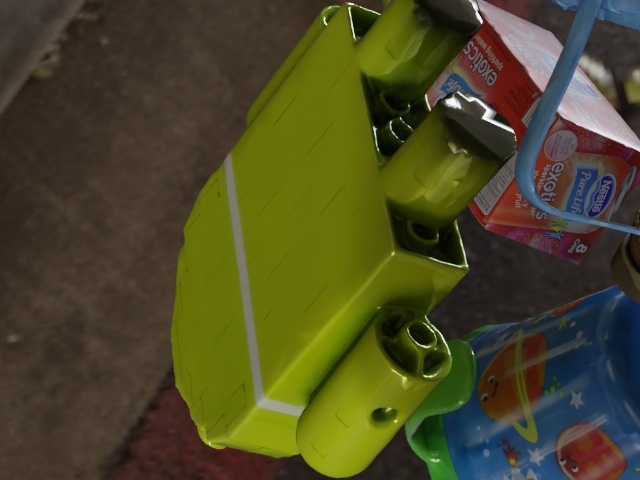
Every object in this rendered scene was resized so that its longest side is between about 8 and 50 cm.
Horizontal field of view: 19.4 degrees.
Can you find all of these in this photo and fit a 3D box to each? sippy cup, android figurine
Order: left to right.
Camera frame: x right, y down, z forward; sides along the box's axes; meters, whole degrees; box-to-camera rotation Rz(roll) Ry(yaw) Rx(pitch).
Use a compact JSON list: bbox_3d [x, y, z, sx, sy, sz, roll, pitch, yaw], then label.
[{"bbox_3d":[0.000,0.000,0.937,0.056,0.273,0.248,15,43,-27],"label":"android figurine"},{"bbox_3d":[0.241,0.146,1.590,0.305,0.224,0.240,-27,83,-39],"label":"sippy cup"}]

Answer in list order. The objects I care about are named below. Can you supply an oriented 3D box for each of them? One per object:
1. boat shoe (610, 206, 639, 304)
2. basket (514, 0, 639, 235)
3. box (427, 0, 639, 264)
[{"bbox_3d":[0.387,0.044,1.469,0.307,0.104,0.111,20,39,-6],"label":"boat shoe"},{"bbox_3d":[0.283,-0.126,1.270,0.254,0.201,0.289,18,90,-25],"label":"basket"},{"bbox_3d":[0.185,-0.110,1.750,0.122,0.128,0.257,21,24,-31],"label":"box"}]
